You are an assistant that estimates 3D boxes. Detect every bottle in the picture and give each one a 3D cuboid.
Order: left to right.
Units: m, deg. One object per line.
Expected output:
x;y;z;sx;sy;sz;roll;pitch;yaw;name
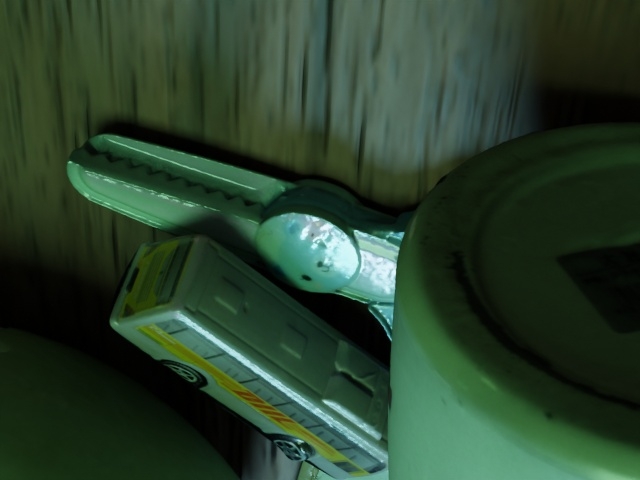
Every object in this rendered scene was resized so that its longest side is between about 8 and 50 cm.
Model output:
0.138;0.143;0.624;0.229;0.229;0.351;11;129;15;bottle

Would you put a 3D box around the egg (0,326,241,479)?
-0.197;0.182;0.772;0.336;0.278;0.278;25;135;-8;egg

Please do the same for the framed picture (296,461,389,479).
0.044;0.184;0.863;0.136;0.010;0.201;20;135;5;framed picture

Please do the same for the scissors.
0.000;0.000;0.701;0.256;0.030;0.125;19;135;3;scissors

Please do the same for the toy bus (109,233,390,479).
-0.024;0.062;0.723;0.172;0.057;0.072;37;147;-30;toy bus
